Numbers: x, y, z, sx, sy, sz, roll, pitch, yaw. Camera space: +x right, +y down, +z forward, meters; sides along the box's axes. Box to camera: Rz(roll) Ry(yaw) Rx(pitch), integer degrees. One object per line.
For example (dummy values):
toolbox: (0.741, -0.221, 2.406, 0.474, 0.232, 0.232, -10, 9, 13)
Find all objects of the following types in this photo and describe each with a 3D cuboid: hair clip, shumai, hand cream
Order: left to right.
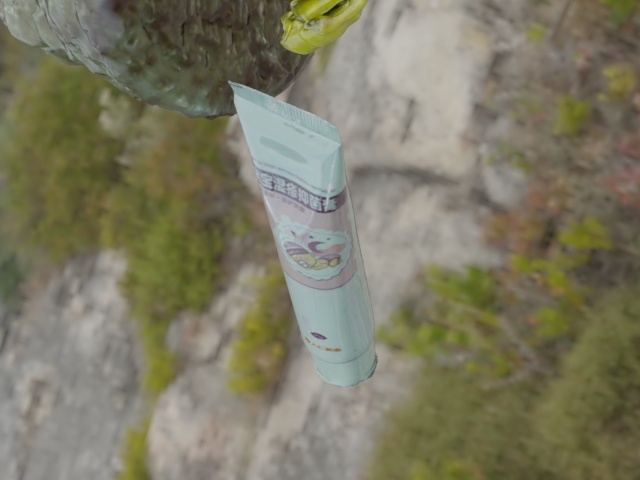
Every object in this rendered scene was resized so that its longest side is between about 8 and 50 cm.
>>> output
shumai: (-0.201, -0.297, 1.813, 0.348, 0.395, 0.395, 1, 70, 34)
hand cream: (0.000, 0.000, 1.283, 0.058, 0.085, 0.331, -50, -27, -25)
hair clip: (0.004, -0.173, 1.353, 0.072, 0.046, 0.173, -36, 2, -6)
